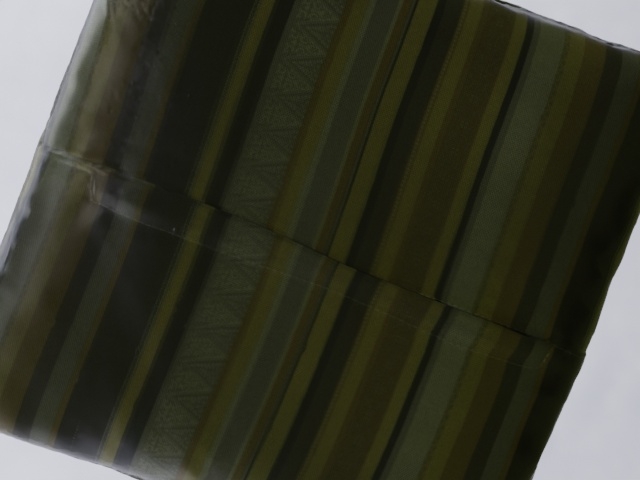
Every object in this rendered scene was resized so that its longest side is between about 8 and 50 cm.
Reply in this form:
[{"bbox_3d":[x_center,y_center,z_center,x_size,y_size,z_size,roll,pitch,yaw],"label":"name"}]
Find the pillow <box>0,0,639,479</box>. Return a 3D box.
[{"bbox_3d":[0.000,0.000,0.510,0.052,0.212,0.208,-142,73,-86],"label":"pillow"}]
